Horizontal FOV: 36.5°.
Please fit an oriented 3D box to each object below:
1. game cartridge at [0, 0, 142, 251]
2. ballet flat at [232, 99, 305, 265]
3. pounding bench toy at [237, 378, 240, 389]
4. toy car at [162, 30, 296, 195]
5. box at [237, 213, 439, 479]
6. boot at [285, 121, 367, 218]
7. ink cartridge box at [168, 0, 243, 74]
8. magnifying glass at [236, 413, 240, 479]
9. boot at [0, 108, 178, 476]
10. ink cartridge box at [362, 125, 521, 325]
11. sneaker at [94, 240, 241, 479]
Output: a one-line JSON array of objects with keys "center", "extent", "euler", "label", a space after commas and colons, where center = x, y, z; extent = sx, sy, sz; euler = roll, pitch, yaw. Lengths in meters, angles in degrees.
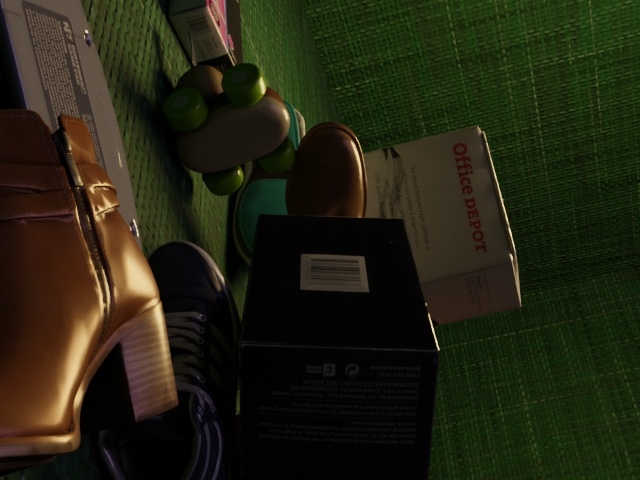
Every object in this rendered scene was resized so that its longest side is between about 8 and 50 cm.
[{"center": [-0.217, -0.084, 0.793], "extent": [0.196, 0.060, 0.294], "euler": [-21, 98, -78], "label": "game cartridge"}, {"center": [-0.067, -0.063, 1.520], "extent": [0.400, 0.139, 0.139], "euler": [-95, 168, -47], "label": "ballet flat"}, {"center": [-0.079, 0.157, 1.258], "extent": [0.083, 0.065, 0.052], "euler": [-88, 163, -57], "label": "pounding bench toy"}, {"center": [-0.129, -0.184, 1.253], "extent": [0.155, 0.149, 0.188], "euler": [65, 3, -50], "label": "toy car"}, {"center": [0.009, 0.173, 1.032], "extent": [0.343, 0.179, 0.312], "euler": [-91, -176, -69], "label": "box"}, {"center": [0.000, 0.000, 1.274], "extent": [0.115, 0.112, 0.305], "euler": [-88, -173, -73], "label": "boot"}, {"center": [-0.177, -0.407, 1.490], "extent": [0.176, 0.069, 0.371], "euler": [65, 12, -52], "label": "ink cartridge box"}, {"center": [-0.103, 0.270, 1.079], "extent": [0.231, 0.026, 0.092], "euler": [-85, 160, -66], "label": "magnifying glass"}, {"center": [-0.191, 0.022, 0.580], "extent": [0.283, 0.109, 0.220], "euler": [-11, 83, -63], "label": "boot"}, {"center": [0.118, 0.002, 1.647], "extent": [0.166, 0.395, 0.285], "euler": [64, 16, -55], "label": "ink cartridge box"}, {"center": [-0.134, 0.117, 0.870], "extent": [0.153, 0.099, 0.282], "euler": [59, 23, -69], "label": "sneaker"}]
